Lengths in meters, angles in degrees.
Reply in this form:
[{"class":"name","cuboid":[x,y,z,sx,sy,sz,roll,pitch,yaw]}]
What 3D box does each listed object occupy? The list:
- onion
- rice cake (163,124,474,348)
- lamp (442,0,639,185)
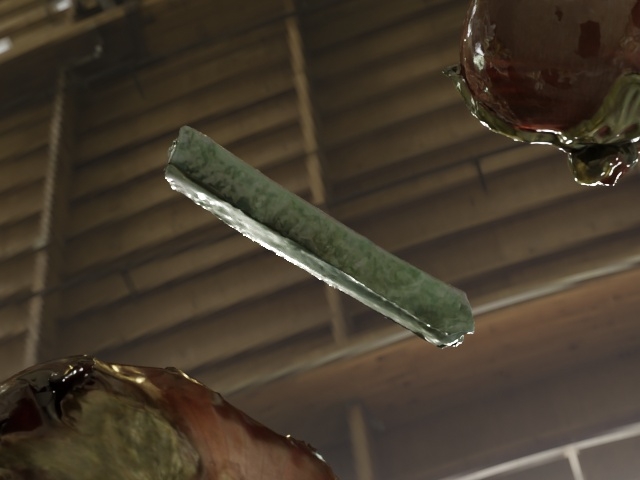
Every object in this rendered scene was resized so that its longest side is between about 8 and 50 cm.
[{"class":"onion","cuboid":[-0.071,0.187,0.614,0.195,0.272,0.272,-37,-156,30]},{"class":"rice cake","cuboid":[0.000,0.000,0.909,0.034,0.211,0.043,-60,-174,-17]},{"class":"lamp","cuboid":[0.149,-0.148,0.987,0.215,0.223,0.151,-2,167,-35]}]
